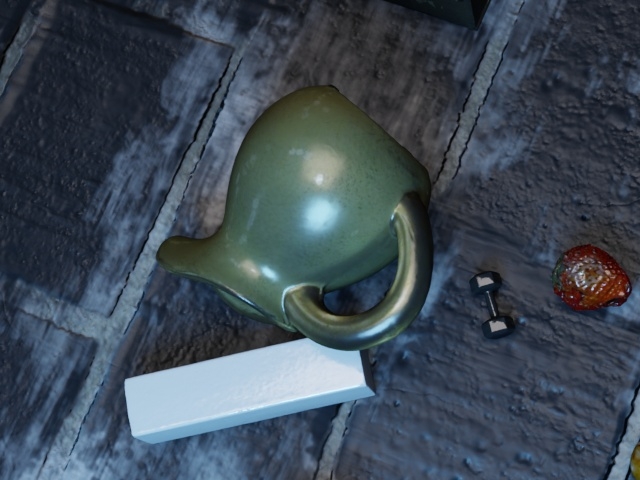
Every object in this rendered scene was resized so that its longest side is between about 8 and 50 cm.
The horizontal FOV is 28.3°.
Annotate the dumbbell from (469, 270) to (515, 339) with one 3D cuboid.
[{"bbox_3d":[0.212,0.079,1.565,0.036,0.040,0.083,-6,70,-22],"label":"dumbbell"}]

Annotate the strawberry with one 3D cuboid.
[{"bbox_3d":[0.327,0.047,1.529,0.096,0.083,0.083,29,82,10],"label":"strawberry"}]

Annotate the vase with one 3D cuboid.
[{"bbox_3d":[0.000,0.000,1.520,0.302,0.241,0.329,-49,54,3],"label":"vase"}]

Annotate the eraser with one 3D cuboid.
[{"bbox_3d":[-0.087,0.183,1.579,0.298,0.078,0.076,-13,71,8],"label":"eraser"}]

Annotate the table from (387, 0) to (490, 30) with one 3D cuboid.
[{"bbox_3d":[0.112,-0.442,1.610,0.250,0.282,0.196,22,80,18],"label":"table"}]

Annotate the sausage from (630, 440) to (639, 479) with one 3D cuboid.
[{"bbox_3d":[0.504,0.233,1.433,0.302,0.076,0.103,-2,73,12],"label":"sausage"}]
